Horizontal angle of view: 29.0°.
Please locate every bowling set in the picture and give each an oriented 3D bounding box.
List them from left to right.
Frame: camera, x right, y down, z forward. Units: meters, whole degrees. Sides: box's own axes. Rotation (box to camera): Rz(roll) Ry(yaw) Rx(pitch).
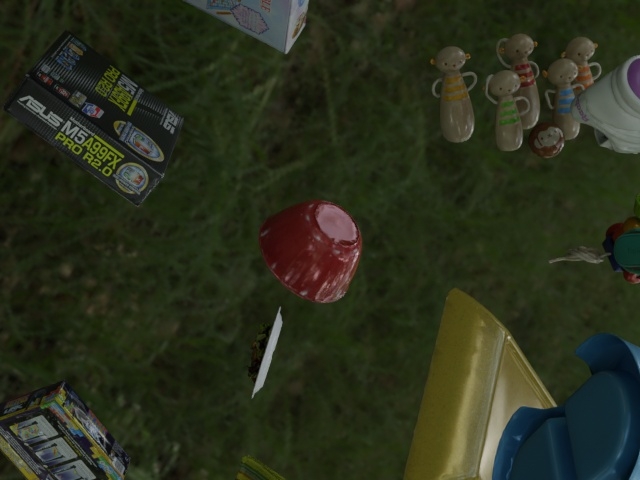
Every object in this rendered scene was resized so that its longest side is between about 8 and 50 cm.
[{"bbox_3d":[0.331,-0.226,1.892,0.287,0.200,0.154,-14,115,-12],"label":"bowling set"}]

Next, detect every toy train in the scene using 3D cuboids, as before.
[{"bbox_3d":[0.489,-0.016,1.928,0.248,0.105,0.143,-3,137,-12],"label":"toy train"}]

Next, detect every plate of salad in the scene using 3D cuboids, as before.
[{"bbox_3d":[-0.121,0.229,2.566,0.200,0.048,0.200,18,90,-90],"label":"plate of salad"}]

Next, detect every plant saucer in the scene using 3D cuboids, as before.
[{"bbox_3d":[0.246,0.285,1.720,0.333,0.081,0.333,53,43,-41],"label":"plant saucer"}]

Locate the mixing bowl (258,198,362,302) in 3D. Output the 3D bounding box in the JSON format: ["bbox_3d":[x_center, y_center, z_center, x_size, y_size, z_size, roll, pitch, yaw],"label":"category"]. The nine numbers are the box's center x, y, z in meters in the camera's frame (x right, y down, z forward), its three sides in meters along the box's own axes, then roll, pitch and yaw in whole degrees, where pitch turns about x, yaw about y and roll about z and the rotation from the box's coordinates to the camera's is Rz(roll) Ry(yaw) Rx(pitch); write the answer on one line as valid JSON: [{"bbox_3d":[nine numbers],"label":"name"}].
[{"bbox_3d":[0.000,0.000,2.020,0.181,0.181,0.098,-27,165,-51],"label":"mixing bowl"}]

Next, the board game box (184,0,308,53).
[{"bbox_3d":[-0.158,-0.431,1.699,0.066,0.318,0.319,-59,174,-23],"label":"board game box"}]

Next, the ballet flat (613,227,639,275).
[{"bbox_3d":[0.509,0.014,1.667,0.087,0.247,0.083,-3,94,-31],"label":"ballet flat"}]

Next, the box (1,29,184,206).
[{"bbox_3d":[-0.301,-0.174,1.693,0.060,0.216,0.270,-49,-167,17],"label":"box"}]

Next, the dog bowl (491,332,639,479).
[{"bbox_3d":[0.265,0.213,1.212,0.297,0.074,0.166,121,-27,-48],"label":"dog bowl"}]

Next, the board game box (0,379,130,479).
[{"bbox_3d":[-0.379,0.291,1.777,0.170,0.141,0.048,58,26,-27],"label":"board game box"}]

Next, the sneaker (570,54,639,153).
[{"bbox_3d":[0.483,-0.176,1.758,0.305,0.152,0.114,17,62,-35],"label":"sneaker"}]

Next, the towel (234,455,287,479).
[{"bbox_3d":[-0.111,0.415,1.660,0.021,0.102,0.237,18,96,-49],"label":"towel"}]
